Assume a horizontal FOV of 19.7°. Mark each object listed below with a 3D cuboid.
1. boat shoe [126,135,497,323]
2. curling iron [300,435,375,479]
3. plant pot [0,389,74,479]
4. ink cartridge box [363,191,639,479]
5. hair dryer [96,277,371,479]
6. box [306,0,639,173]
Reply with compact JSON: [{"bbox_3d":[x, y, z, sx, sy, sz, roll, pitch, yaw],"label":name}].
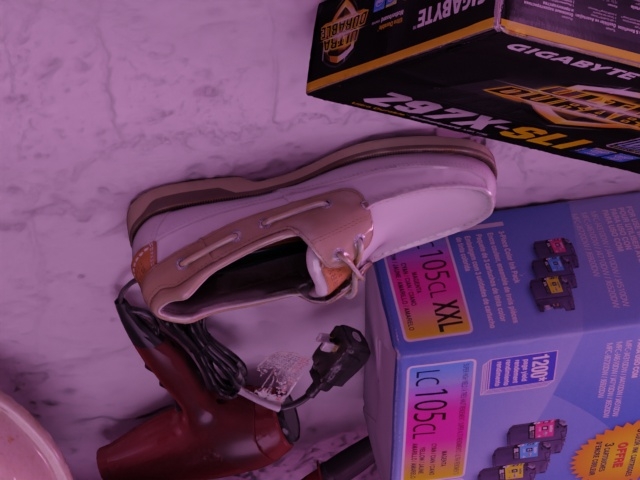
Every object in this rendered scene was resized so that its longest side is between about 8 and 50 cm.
[{"bbox_3d":[0.000,0.000,1.471,0.302,0.103,0.113,-13,142,1],"label":"boat shoe"},{"bbox_3d":[-0.006,0.225,1.793,0.274,0.068,0.035,-31,137,15],"label":"curling iron"},{"bbox_3d":[-0.384,0.312,1.508,0.333,0.305,0.334,1,121,2],"label":"plant pot"},{"bbox_3d":[0.242,0.095,1.621,0.395,0.151,0.270,-9,142,-6],"label":"ink cartridge box"},{"bbox_3d":[-0.112,0.127,1.647,0.223,0.080,0.293,25,126,-16],"label":"hair dryer"},{"bbox_3d":[0.188,-0.123,1.292,0.322,0.079,0.257,11,171,-27],"label":"box"}]
